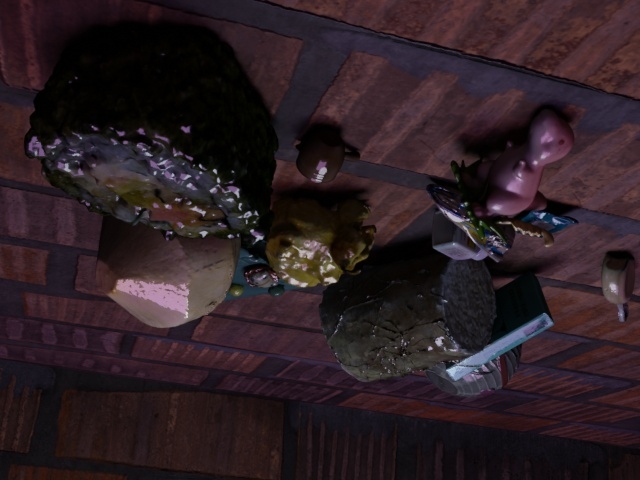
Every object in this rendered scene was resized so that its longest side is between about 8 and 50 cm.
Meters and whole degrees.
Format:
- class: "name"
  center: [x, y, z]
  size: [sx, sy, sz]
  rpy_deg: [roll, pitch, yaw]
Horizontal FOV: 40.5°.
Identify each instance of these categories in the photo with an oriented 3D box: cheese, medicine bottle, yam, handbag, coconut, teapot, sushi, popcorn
- class: "cheese"
  center: [0.583, 0.087, 1.688]
  size: [0.047, 0.092, 0.171]
  rpy_deg: [9, 157, 34]
- class: "medicine bottle"
  center: [0.252, -0.006, 1.542]
  size: [0.055, 0.074, 0.118]
  rpy_deg: [-14, 151, 40]
- class: "yam"
  center: [0.173, 0.148, 1.745]
  size: [0.241, 0.241, 0.348]
  rpy_deg: [23, 152, -38]
- class: "handbag"
  center: [-0.204, 0.061, 1.786]
  size: [0.274, 0.100, 0.268]
  rpy_deg: [-7, 155, 29]
- class: "coconut"
  center: [-0.269, 0.024, 1.483]
  size: [0.259, 0.259, 0.259]
  rpy_deg: [5, 159, 2]
- class: "teapot"
  center: [0.014, -0.136, 1.315]
  size: [0.110, 0.085, 0.080]
  rpy_deg: [-15, 147, -35]
- class: "sushi"
  center: [-0.227, -0.131, 1.198]
  size: [0.294, 0.178, 0.352]
  rpy_deg: [0, 157, 18]
- class: "popcorn"
  center: [0.000, 0.009, 1.521]
  size: [0.195, 0.173, 0.168]
  rpy_deg: [4, 117, 18]

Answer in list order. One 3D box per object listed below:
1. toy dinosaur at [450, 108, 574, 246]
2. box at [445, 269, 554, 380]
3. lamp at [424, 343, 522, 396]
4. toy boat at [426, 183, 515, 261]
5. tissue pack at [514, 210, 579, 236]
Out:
- class: "toy dinosaur"
  center: [0.288, -0.101, 1.265]
  size: [0.177, 0.152, 0.194]
  rpy_deg: [-21, 126, 14]
- class: "box"
  center: [0.348, 0.169, 1.746]
  size: [0.229, 0.162, 0.041]
  rpy_deg: [-34, 113, 18]
- class: "lamp"
  center: [0.338, 0.236, 1.951]
  size: [0.233, 0.233, 0.265]
  rpy_deg: [3, 158, 6]
- class: "toy boat"
  center: [0.252, -0.043, 1.461]
  size: [0.210, 0.084, 0.066]
  rpy_deg: [31, 144, -29]
- class: "tissue pack"
  center: [0.382, -0.031, 1.518]
  size: [0.085, 0.028, 0.138]
  rpy_deg: [14, 162, -14]
